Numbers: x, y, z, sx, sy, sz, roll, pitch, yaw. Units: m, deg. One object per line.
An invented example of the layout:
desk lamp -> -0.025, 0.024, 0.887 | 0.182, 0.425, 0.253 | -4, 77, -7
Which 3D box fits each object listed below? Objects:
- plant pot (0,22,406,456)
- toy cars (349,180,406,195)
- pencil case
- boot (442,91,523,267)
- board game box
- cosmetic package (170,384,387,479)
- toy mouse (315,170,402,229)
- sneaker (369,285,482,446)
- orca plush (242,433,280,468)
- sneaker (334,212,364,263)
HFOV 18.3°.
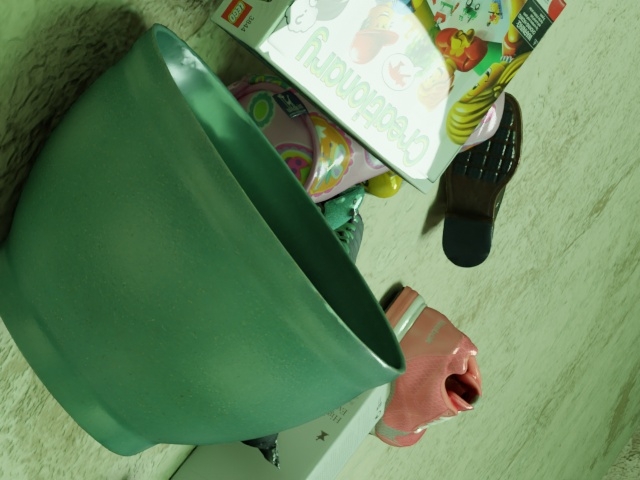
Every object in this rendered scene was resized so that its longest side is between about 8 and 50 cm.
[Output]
plant pot -> -0.103, 0.026, 1.370 | 0.196, 0.293, 0.293 | -36, 163, 7
toy cars -> 0.161, -0.196, 2.000 | 0.393, 0.087, 0.176 | -54, 160, -22
pencil case -> 0.034, -0.106, 1.675 | 0.284, 0.124, 0.124 | -20, 137, -46
boot -> 0.185, -0.087, 2.290 | 0.106, 0.082, 0.219 | -74, 178, -62
board game box -> 0.060, -0.171, 1.476 | 0.193, 0.053, 0.305 | -54, 148, 1
cosmetic package -> -0.040, 0.207, 2.009 | 0.231, 0.117, 0.085 | -51, 159, -33
toy mouse -> 0.008, -0.033, 1.817 | 0.143, 0.161, 0.031 | -28, 104, -23
sneaker -> 0.127, 0.184, 2.393 | 0.116, 0.136, 0.314 | -52, 160, -24
orca plush -> -0.093, 0.113, 1.833 | 0.287, 0.102, 0.151 | 100, -20, -65
sneaker -> 0.000, 0.000, 1.875 | 0.223, 0.083, 0.098 | 55, 53, -88
